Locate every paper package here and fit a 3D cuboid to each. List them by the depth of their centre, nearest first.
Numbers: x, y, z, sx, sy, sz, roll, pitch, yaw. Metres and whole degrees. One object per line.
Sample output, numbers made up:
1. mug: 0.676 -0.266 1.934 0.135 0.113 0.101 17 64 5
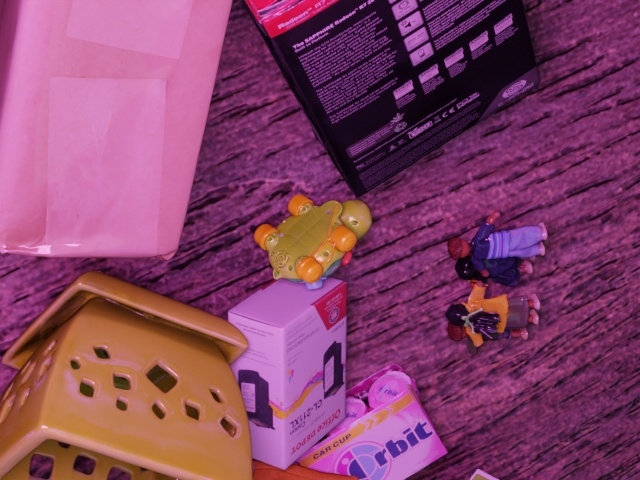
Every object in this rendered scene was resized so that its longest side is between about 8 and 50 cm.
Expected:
1. paper package: -0.196 -0.192 1.271 0.168 0.309 0.325 6 113 -20

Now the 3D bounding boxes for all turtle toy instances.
1. turtle toy: 0.000 0.000 1.554 0.130 0.095 0.066 -41 143 -14

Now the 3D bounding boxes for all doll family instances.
1. doll family: 0.186 0.049 1.641 0.111 0.076 0.193 -3 111 -11

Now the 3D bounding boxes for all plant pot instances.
1. plant pot: -0.207 0.172 1.476 0.228 0.207 0.227 22 141 -25

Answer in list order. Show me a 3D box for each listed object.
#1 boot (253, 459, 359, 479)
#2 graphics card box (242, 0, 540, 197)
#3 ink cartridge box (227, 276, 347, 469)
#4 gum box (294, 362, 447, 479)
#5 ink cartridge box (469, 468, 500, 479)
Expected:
1. boot: -0.075 0.362 1.650 0.211 0.104 0.295 13 124 -7
2. graphics card box: 0.070 -0.200 1.367 0.232 0.094 0.371 -33 153 1
3. ink cartridge box: -0.033 0.135 1.579 0.127 0.072 0.175 -35 132 -49
4. gum box: 0.044 0.235 1.689 0.188 0.062 0.107 -32 120 0
5. ink cartridge box: 0.164 0.385 1.779 0.188 0.097 0.255 31 101 -26
